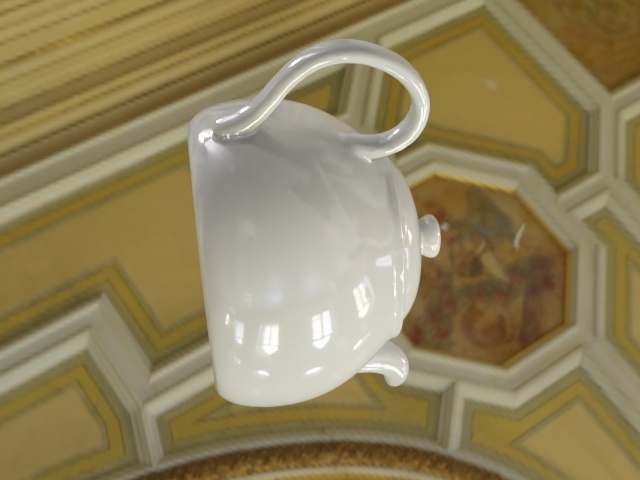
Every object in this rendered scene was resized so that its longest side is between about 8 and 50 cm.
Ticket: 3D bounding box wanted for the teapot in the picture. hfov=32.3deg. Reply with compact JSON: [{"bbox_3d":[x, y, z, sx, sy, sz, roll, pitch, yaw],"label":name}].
[{"bbox_3d":[0.000,0.000,0.847,0.187,0.256,0.253,-7,-94,-5],"label":"teapot"}]
